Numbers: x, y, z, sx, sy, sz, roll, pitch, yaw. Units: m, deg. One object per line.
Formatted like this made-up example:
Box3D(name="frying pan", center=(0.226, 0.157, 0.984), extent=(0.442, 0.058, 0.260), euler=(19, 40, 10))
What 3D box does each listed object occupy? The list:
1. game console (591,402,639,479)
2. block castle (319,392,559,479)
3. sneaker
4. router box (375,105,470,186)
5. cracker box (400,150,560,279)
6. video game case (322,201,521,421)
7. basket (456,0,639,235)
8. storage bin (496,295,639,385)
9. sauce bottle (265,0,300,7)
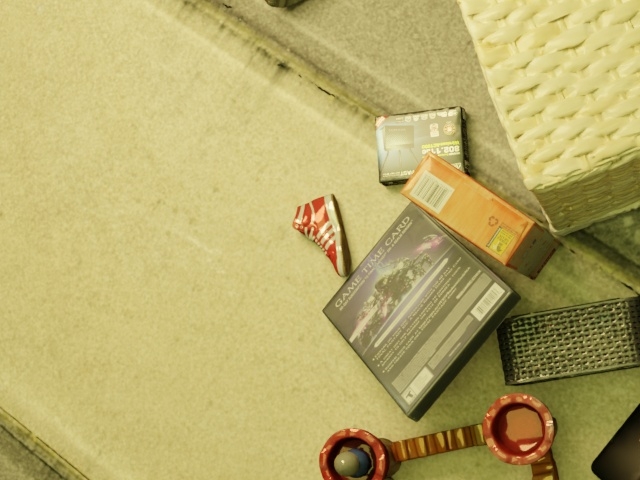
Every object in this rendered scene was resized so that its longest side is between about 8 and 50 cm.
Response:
Box3D(name="game console", center=(0.421, 0.277, 1.633), extent=(0.107, 0.071, 0.122), euler=(36, 96, -12))
Box3D(name="block castle", center=(0.178, 0.429, 1.586), extent=(0.303, 0.213, 0.453), euler=(-13, 80, 16))
Box3D(name="sneaker", center=(0.000, 0.000, 1.783), extent=(0.067, 0.042, 0.118), euler=(-15, 71, 11))
Box3D(name="router box", center=(0.136, -0.126, 1.758), extent=(0.122, 0.038, 0.092), euler=(-6, 82, 17))
Box3D(name="cracker box", center=(0.203, -0.026, 1.622), extent=(0.156, 0.232, 0.067), euler=(36, 96, 18))
Box3D(name="video game case", center=(0.119, 0.082, 1.659), extent=(0.196, 0.026, 0.274), euler=(-51, 32, 6))
Box3D(name="basket", center=(0.364, -0.222, 1.581), extent=(0.331, 0.266, 0.328), euler=(-21, 77, 12))
Box3D(name="storage bin", center=(0.317, 0.126, 1.625), extent=(0.180, 0.122, 0.084), euler=(-12, 80, 16))
Box3D(name="sauce bottle", center=(-0.110, -0.490, 1.843), extent=(0.111, 0.111, 0.344), euler=(-32, 75, 11))
